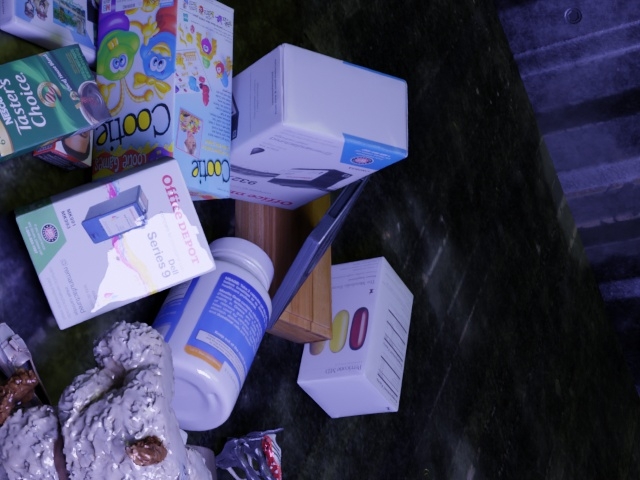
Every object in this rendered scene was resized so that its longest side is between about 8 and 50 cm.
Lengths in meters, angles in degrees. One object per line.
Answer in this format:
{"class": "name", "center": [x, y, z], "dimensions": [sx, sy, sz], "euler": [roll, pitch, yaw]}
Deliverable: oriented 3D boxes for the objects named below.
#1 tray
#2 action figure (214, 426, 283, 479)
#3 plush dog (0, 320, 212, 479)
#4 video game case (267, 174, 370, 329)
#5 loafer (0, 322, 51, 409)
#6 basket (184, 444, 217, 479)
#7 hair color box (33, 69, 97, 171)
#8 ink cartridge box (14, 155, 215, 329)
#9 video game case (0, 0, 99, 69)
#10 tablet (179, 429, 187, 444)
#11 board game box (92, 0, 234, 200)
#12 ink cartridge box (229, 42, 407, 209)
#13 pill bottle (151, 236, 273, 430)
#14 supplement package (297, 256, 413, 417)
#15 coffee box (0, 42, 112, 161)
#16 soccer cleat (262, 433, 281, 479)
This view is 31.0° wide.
{"class": "tray", "center": [-0.059, -0.045, 1.974], "dimensions": [0.203, 0.076, 0.410], "euler": [28, 55, -54]}
{"class": "action figure", "center": [-0.077, 0.421, 1.705], "dimensions": [0.164, 0.141, 0.275], "euler": [6, 73, -72]}
{"class": "plush dog", "center": [-0.272, 0.249, 1.339], "dimensions": [0.210, 0.225, 0.262], "euler": [-60, 133, -79]}
{"class": "video game case", "center": [0.000, 0.000, 1.823], "dimensions": [0.026, 0.196, 0.274], "euler": [31, 37, 2]}
{"class": "loafer", "center": [-0.361, 0.154, 1.401], "dimensions": [0.045, 0.039, 0.125], "euler": [-42, 116, -56]}
{"class": "basket", "center": [-0.199, 0.388, 1.495], "dimensions": [0.204, 0.154, 0.226], "euler": [21, 57, -48]}
{"class": "hair color box", "center": [-0.342, -0.171, 1.551], "dimensions": [0.072, 0.043, 0.141], "euler": [27, 57, -54]}
{"class": "ink cartridge box", "center": [-0.259, -0.001, 1.460], "dimensions": [0.093, 0.212, 0.154], "euler": [-160, -130, -73]}
{"class": "video game case", "center": [-0.335, -0.395, 1.657], "dimensions": [0.329, 0.036, 0.299], "euler": [18, 65, -58]}
{"class": "tablet", "center": [-0.219, 0.280, 1.640], "dimensions": [0.083, 0.006, 0.054], "euler": [49, 40, -42]}
{"class": "board game box", "center": [-0.220, -0.201, 1.622], "dimensions": [0.144, 0.142, 0.275], "euler": [13, 76, -60]}
{"class": "ink cartridge box", "center": [-0.049, -0.158, 1.735], "dimensions": [0.223, 0.307, 0.129], "euler": [10, 70, -33]}
{"class": "pill bottle", "center": [-0.158, 0.125, 1.656], "dimensions": [0.152, 0.152, 0.272], "euler": [59, 35, -30]}
{"class": "supplement package", "center": [0.066, 0.172, 2.044], "dimensions": [0.134, 0.139, 0.244], "euler": [51, 39, -42]}
{"class": "coffee box", "center": [-0.362, -0.174, 1.461], "dimensions": [0.184, 0.040, 0.113], "euler": [-27, 94, -45]}
{"class": "soccer cleat", "center": [-0.074, 0.349, 1.847], "dimensions": [0.036, 0.029, 0.083], "euler": [-11, 85, -57]}
